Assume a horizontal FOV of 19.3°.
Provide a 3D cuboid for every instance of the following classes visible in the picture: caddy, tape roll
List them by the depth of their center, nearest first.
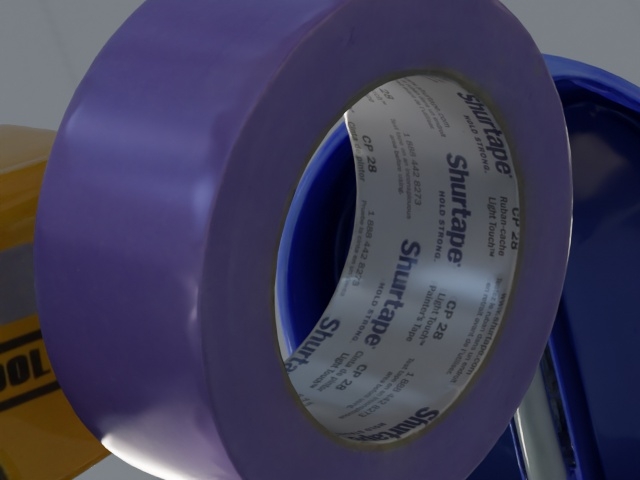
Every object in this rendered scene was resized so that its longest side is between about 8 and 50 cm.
[{"bbox_3d":[0.000,0.000,0.642,0.189,0.080,0.189,-15,-69,-46],"label":"tape roll"},{"bbox_3d":[0.113,0.070,0.996,0.179,0.241,0.341,-32,-72,-80],"label":"caddy"}]

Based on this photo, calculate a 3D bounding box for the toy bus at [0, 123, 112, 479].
[{"bbox_3d":[-0.211,0.066,0.622,0.333,0.108,0.130,-21,-68,-37],"label":"toy bus"}]
